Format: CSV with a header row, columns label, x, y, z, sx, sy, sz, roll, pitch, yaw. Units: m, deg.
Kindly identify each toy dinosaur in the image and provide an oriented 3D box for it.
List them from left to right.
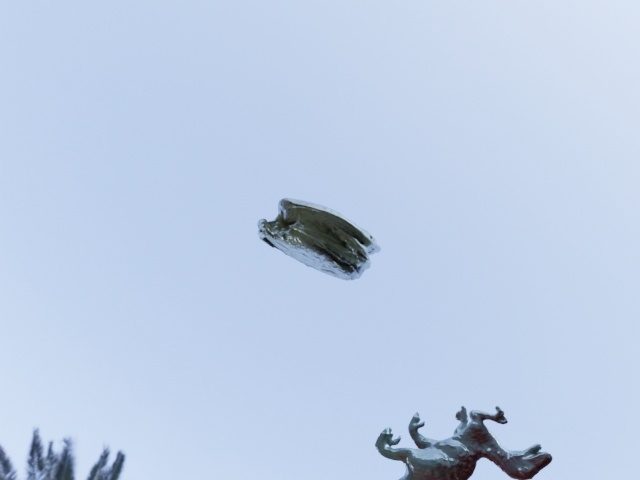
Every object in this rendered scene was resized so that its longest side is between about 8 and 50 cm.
label,x,y,z,sx,sy,sz,roll,pitch,yaw
toy dinosaur,0.141,0.292,0.584,0.242,0.167,0.053,-35,-56,-10

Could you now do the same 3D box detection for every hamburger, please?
label,x,y,z,sx,sy,sz,roll,pitch,yaw
hamburger,0.000,0.000,0.549,0.140,0.133,0.063,19,-101,35
